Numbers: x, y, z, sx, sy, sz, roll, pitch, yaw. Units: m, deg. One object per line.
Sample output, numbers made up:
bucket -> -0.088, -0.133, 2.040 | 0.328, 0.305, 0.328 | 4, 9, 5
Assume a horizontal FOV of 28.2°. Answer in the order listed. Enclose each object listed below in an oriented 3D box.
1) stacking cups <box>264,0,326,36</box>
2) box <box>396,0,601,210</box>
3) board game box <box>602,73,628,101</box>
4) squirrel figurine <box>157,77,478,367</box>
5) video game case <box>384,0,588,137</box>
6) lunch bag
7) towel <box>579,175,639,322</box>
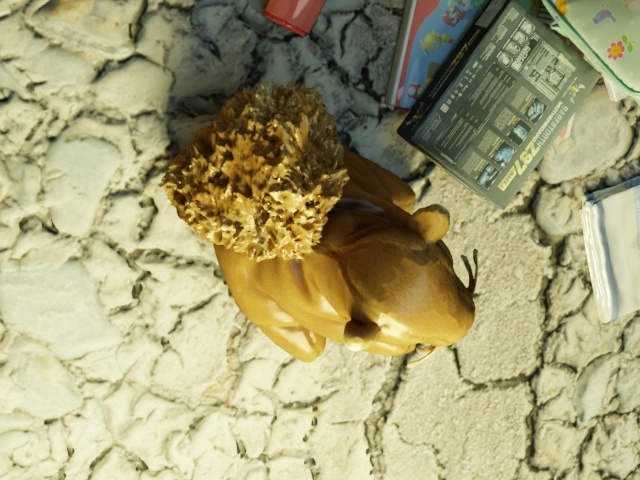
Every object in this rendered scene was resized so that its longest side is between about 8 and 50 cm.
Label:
stacking cups -> 0.022, -0.408, 1.572 | 0.096, 0.096, 0.316 | 26, 94, -25
box -> 0.240, -0.184, 1.705 | 0.183, 0.059, 0.232 | 34, 93, -26
board game box -> 0.442, -0.258, 1.815 | 0.090, 0.020, 0.090 | -28, 112, -11
squirrel figurine -> 0.000, 0.000, 1.519 | 0.397, 0.370, 0.281 | 40, 88, -25
video game case -> 0.239, -0.261, 1.733 | 0.285, 0.025, 0.204 | 8, 101, -22
lunch bag -> 0.415, -0.308, 1.618 | 0.108, 0.279, 0.224 | 18, 123, -47
towel -> 0.523, -0.010, 1.907 | 0.285, 0.034, 0.209 | -19, 111, -16
